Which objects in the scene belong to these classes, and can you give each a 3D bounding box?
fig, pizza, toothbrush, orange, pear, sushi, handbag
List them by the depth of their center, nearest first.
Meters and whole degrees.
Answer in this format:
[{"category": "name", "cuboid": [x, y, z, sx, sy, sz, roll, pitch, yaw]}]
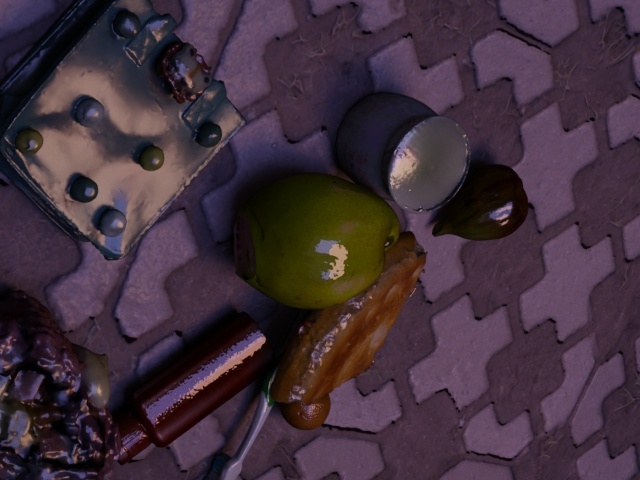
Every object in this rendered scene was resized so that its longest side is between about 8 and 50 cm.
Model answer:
[{"category": "handbag", "cuboid": [-0.248, -0.141, 1.667, 0.274, 0.100, 0.268, -46, 129, -9]}, {"category": "sushi", "cuboid": [-0.361, 0.201, 1.674, 0.236, 0.171, 0.270, -23, 108, -19]}, {"category": "pear", "cuboid": [0.000, 0.000, 1.856, 0.220, 0.187, 0.187, 0, 112, -17]}, {"category": "pizza", "cuboid": [0.039, 0.124, 2.000, 0.335, 0.086, 0.226, -50, 159, -23]}, {"category": "toothbrush", "cuboid": [-0.060, 0.188, 2.001, 0.042, 0.040, 0.418, 24, 96, -50]}, {"category": "orange", "cuboid": [-0.022, 0.239, 2.033, 0.085, 0.085, 0.085, -16, 120, -30]}, {"category": "fig", "cuboid": [0.236, -0.048, 2.078, 0.155, 0.109, 0.103, -20, 150, 3]}]

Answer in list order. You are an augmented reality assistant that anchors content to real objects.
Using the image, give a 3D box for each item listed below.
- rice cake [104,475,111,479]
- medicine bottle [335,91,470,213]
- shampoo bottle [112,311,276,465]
[{"category": "rice cake", "cuboid": [-0.307, 0.339, 1.884, 0.081, 0.051, 0.290, -42, 130, -11]}, {"category": "medicine bottle", "cuboid": [0.115, -0.122, 1.915, 0.147, 0.143, 0.147, -16, 120, -29]}, {"category": "shampoo bottle", "cuboid": [-0.186, 0.209, 1.903, 0.260, 0.064, 0.102, -35, 129, -17]}]
